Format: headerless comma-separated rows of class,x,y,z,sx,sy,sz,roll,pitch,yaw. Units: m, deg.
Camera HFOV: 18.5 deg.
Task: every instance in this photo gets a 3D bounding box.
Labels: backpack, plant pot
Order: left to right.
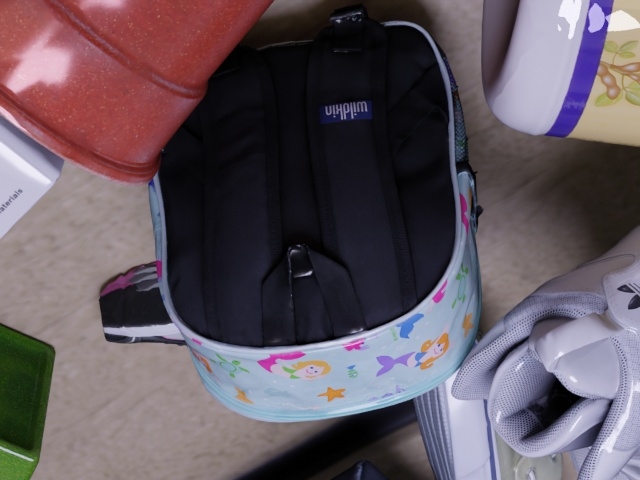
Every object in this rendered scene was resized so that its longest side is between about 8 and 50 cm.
plant pot,-0.112,-0.222,1.204,0.272,0.272,0.265,41,104,-20
backpack,0.000,0.000,1.318,0.225,0.254,0.191,-11,139,5

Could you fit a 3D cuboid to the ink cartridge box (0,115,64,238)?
ink cartridge box,-0.296,-0.134,1.272,0.278,0.201,0.117,40,112,-19

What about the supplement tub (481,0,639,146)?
supplement tub,0.280,-0.168,1.225,0.331,0.241,0.241,6,119,-3

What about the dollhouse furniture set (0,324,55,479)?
dollhouse furniture set,-0.374,0.134,1.451,0.301,0.151,0.198,25,117,-12

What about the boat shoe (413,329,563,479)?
boat shoe,0.137,0.171,1.507,0.094,0.109,0.302,-19,127,-6

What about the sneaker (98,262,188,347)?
sneaker,-0.077,0.063,1.458,0.178,0.072,0.077,-4,130,9

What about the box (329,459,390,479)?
box,0.004,0.498,1.519,0.471,0.297,0.480,-32,118,29

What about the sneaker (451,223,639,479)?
sneaker,0.187,0.107,1.333,0.210,0.137,0.366,-31,156,-26
